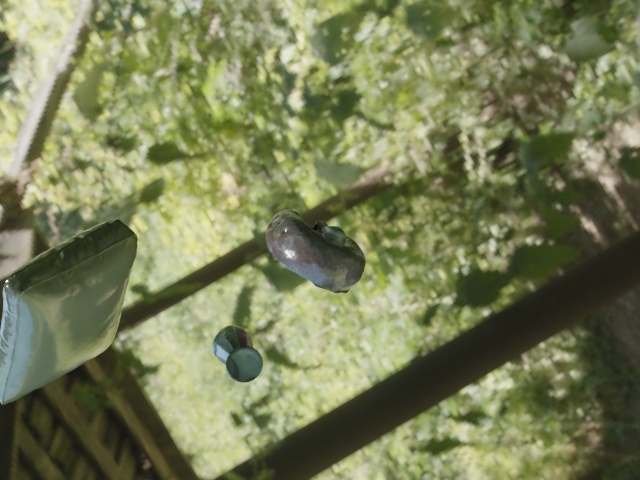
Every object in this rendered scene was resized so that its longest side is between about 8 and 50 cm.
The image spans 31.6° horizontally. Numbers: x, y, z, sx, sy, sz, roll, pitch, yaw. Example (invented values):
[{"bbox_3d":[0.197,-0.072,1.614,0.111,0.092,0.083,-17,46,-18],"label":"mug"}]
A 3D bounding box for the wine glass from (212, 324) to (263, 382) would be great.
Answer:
[{"bbox_3d":[-0.141,0.198,1.968,0.073,0.073,0.155,61,171,-14],"label":"wine glass"}]

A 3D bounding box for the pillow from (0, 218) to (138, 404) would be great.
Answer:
[{"bbox_3d":[-0.428,0.120,1.878,0.120,0.255,0.322,43,138,17],"label":"pillow"}]

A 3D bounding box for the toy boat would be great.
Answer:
[{"bbox_3d":[0.000,0.000,1.660,0.155,0.085,0.227,29,-169,-8],"label":"toy boat"}]
